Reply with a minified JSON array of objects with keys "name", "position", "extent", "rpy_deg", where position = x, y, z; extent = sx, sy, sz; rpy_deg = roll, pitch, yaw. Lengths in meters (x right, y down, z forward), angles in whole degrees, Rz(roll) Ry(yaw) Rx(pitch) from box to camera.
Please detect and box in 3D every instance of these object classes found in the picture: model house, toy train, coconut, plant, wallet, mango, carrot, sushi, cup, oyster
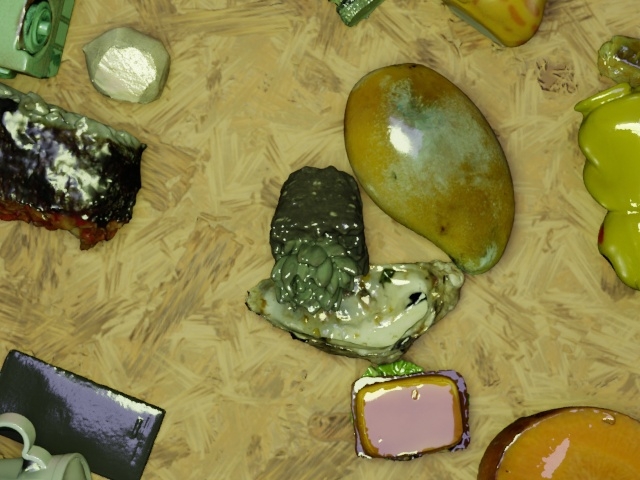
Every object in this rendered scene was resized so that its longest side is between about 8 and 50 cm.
[{"name":"model house","position":[0.042,-0.355,1.541],"extent":[0.078,0.066,0.083],"rpy_deg":[-39,86,-2]},{"name":"toy train","position":[-0.406,-0.380,1.513],"extent":[0.129,0.159,0.326],"rpy_deg":[13,92,5]},{"name":"coconut","position":[-0.276,-0.246,1.524],"extent":[0.124,0.110,0.110],"rpy_deg":[17,88,-3]},{"name":"plant","position":[0.000,0.000,1.465],"extent":[0.132,0.129,0.195],"rpy_deg":[-5,51,9]},{"name":"wallet","position":[-0.353,0.254,1.549],"extent":[0.244,0.025,0.124],"rpy_deg":[22,91,1]},{"name":"mango","position":[0.156,-0.099,1.489],"extent":[0.192,0.146,0.316],"rpy_deg":[-36,91,-2]},{"name":"carrot","position":[0.370,0.357,1.487],"extent":[0.307,0.100,0.258],"rpy_deg":[26,92,1]},{"name":"sushi","position":[-0.417,-0.116,1.483],"extent":[0.343,0.196,0.182],"rpy_deg":[18,82,2]},{"name":"cup","position":[-0.426,0.350,1.485],"extent":[0.202,0.167,0.221],"rpy_deg":[-2,78,5]},{"name":"oyster","position":[0.046,0.088,1.523],"extent":[0.294,0.094,0.166],"rpy_deg":[10,69,12]}]

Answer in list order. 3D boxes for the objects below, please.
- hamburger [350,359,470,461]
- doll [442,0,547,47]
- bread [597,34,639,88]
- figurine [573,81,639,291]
[{"name":"hamburger","position":[0.123,0.233,1.504],"extent":[0.165,0.087,0.137],"rpy_deg":[-4,87,0]},{"name":"doll","position":[0.276,-0.394,1.493],"extent":[0.166,0.162,0.270],"rpy_deg":[38,79,18]},{"name":"bread","position":[0.442,-0.248,1.529],"extent":[0.110,0.060,0.066],"rpy_deg":[24,118,4]},{"name":"figurine","position":[0.457,-0.054,1.472],"extent":[0.169,0.218,0.327],"rpy_deg":[-5,96,42]}]
